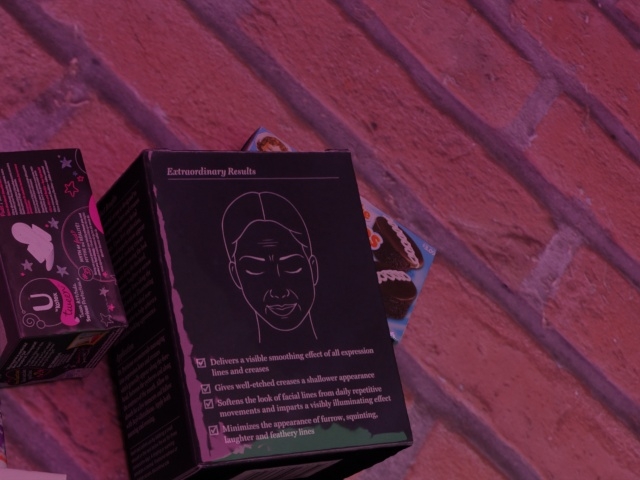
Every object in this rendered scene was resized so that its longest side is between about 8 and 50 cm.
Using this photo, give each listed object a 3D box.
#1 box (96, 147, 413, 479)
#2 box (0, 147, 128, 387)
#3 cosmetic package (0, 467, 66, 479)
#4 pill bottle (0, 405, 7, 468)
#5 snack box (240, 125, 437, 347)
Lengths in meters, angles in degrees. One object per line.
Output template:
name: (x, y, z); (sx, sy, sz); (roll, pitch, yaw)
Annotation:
box: (-0.094, 0.103, 1.922); (0.293, 0.212, 0.395); (-1, 71, -29)
box: (-0.352, 0.034, 1.866); (0.142, 0.163, 0.247); (-4, 64, -31)
cosmetic package: (-0.459, 0.338, 1.611); (0.365, 0.155, 0.197); (9, 57, -28)
pill bottle: (-0.420, 0.189, 1.760); (0.108, 0.108, 0.193); (4, 61, -32)
snack box: (0.000, 0.000, 2.191); (0.322, 0.060, 0.187); (34, 50, -11)
